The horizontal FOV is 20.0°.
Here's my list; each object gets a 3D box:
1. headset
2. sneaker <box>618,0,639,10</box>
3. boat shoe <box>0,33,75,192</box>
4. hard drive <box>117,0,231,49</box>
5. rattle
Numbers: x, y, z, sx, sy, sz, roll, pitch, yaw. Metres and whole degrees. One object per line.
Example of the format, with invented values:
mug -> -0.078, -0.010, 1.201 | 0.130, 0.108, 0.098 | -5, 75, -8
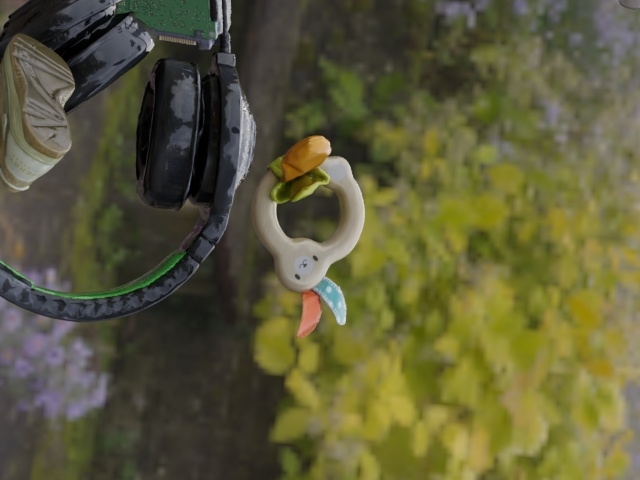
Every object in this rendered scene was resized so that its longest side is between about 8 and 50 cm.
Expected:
headset -> -0.156, -0.122, 1.500 | 0.394, 0.243, 0.185 | -56, -168, -3
sneaker -> 0.355, -0.305, 1.564 | 0.086, 0.226, 0.163 | -133, -152, -61
boat shoe -> -0.202, -0.090, 1.247 | 0.048, 0.056, 0.153 | -47, -148, 21
hard drive -> -0.221, -0.377, 2.027 | 0.064, 0.236, 0.339 | -69, 164, -44
rattle -> 0.000, 0.000, 1.942 | 0.142, 0.130, 0.200 | -14, -108, 61
